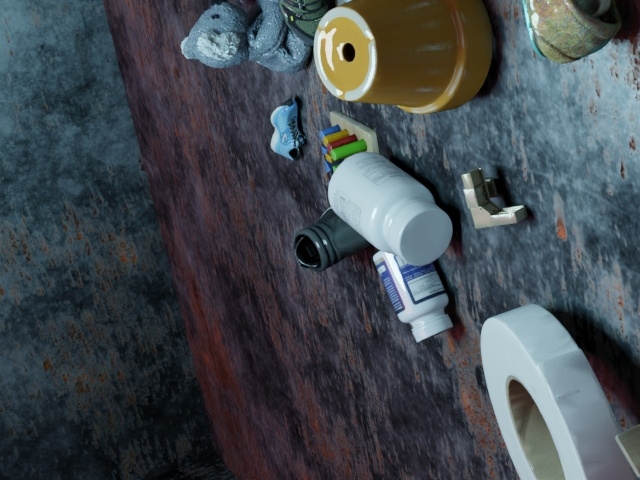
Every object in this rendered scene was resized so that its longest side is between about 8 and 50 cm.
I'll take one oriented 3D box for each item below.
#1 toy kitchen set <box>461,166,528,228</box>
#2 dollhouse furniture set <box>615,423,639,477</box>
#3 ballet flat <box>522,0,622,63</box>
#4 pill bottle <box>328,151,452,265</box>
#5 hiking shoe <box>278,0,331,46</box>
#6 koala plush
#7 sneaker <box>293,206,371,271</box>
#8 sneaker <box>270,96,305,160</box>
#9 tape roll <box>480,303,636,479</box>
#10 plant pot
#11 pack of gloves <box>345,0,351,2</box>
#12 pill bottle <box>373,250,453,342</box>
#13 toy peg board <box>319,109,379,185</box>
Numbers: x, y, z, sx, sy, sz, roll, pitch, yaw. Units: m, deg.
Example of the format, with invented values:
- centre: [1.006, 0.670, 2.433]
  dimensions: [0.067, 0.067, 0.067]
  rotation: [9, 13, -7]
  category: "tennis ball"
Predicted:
- centre: [0.262, -0.070, 1.751]
  dimensions: [0.075, 0.068, 0.083]
  rotation: [-8, 103, 41]
  category: "toy kitchen set"
- centre: [0.437, 0.312, 1.528]
  dimensions: [0.144, 0.123, 0.151]
  rotation: [62, 159, 20]
  category: "dollhouse furniture set"
- centre: [0.261, -0.378, 1.362]
  dimensions: [0.123, 0.123, 0.348]
  rotation: [-4, 105, 70]
  category: "ballet flat"
- centre: [0.119, -0.051, 2.003]
  dimensions: [0.229, 0.131, 0.131]
  rotation: [43, 147, 53]
  category: "pill bottle"
- centre: [-0.031, -0.428, 2.046]
  dimensions: [0.226, 0.086, 0.114]
  rotation: [64, 173, -23]
  category: "hiking shoe"
- centre: [-0.146, -0.386, 2.239]
  dimensions: [0.196, 0.221, 0.203]
  rotation: [22, 129, 64]
  category: "koala plush"
- centre: [0.000, 0.000, 2.347]
  dimensions: [0.104, 0.147, 0.296]
  rotation: [69, 162, -3]
  category: "sneaker"
- centre: [-0.056, -0.225, 2.431]
  dimensions: [0.073, 0.063, 0.162]
  rotation: [40, 153, 23]
  category: "sneaker"
- centre: [0.339, 0.280, 1.722]
  dimensions: [0.392, 0.072, 0.392]
  rotation: [161, 90, -83]
  category: "tape roll"
- centre: [0.102, -0.269, 1.666]
  dimensions: [0.205, 0.188, 0.205]
  rotation: [20, 118, 45]
  category: "plant pot"
- centre: [-0.001, -0.501, 2.008]
  dimensions: [0.232, 0.046, 0.195]
  rotation: [45, 148, 50]
  category: "pack of gloves"
- centre: [0.165, 0.086, 2.071]
  dimensions: [0.169, 0.094, 0.094]
  rotation: [67, 160, 8]
  category: "pill bottle"
- centre: [0.042, -0.136, 2.201]
  dimensions: [0.161, 0.079, 0.161]
  rotation: [37, 142, 56]
  category: "toy peg board"
